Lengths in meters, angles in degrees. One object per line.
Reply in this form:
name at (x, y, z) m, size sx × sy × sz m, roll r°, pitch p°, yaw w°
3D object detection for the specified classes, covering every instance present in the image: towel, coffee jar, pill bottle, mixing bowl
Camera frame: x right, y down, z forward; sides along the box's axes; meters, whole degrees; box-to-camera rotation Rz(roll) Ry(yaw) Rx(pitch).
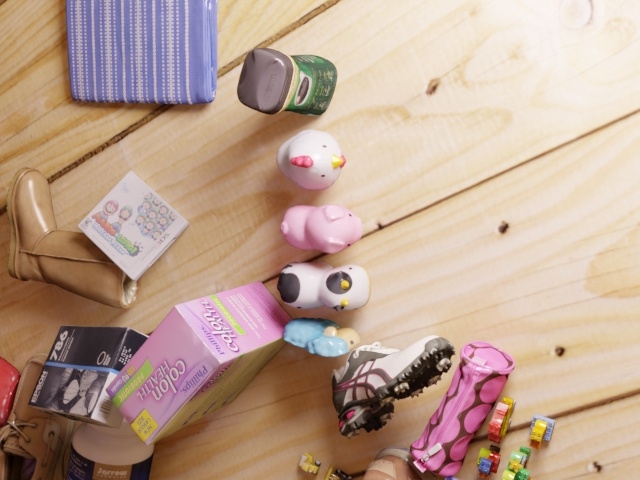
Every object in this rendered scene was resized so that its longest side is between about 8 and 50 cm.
towel at (-0.322, -0.368, 1.490) m, size 0.336 × 0.040 × 0.243 m, roll 6°, pitch 101°, yaw 29°
coffee jar at (-0.050, -0.240, 1.273) m, size 0.079 × 0.184 × 0.096 m, roll 25°, pitch 107°, yaw 23°
pill bottle at (-0.395, 0.423, 1.561) m, size 0.153 × 0.153 × 0.265 m, roll 19°, pitch 105°, yaw 24°
mixing bowl at (-0.668, 0.315, 1.697) m, size 0.098 × 0.181 × 0.181 m, roll 13°, pitch 104°, yaw -1°

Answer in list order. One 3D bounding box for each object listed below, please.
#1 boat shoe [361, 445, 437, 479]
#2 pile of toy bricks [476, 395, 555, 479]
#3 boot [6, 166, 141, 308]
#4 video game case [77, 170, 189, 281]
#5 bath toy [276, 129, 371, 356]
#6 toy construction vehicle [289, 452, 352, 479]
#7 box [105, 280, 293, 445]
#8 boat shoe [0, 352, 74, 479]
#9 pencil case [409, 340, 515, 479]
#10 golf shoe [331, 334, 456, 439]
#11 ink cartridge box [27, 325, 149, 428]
boat shoe at (0.171, 0.476, 1.285) m, size 0.324 × 0.116 × 0.123 m, roll 49°, pitch 123°, yaw 15°
pile of toy bricks at (0.280, 0.350, 1.223) m, size 0.118 × 0.105 × 0.212 m, roll 16°, pitch 105°, yaw 25°
boot at (-0.463, -0.008, 1.585) m, size 0.269 × 0.089 × 0.236 m, roll 9°, pitch 104°, yaw 23°
video game case at (-0.340, -0.028, 1.511) m, size 0.157 × 0.019 × 0.143 m, roll 41°, pitch 84°, yaw 17°
bath toy at (0.000, 0.000, 1.310) m, size 0.151 × 0.129 × 0.348 m, roll -3°, pitch 96°, yaw 4°
toy construction vehicle at (-0.006, 0.416, 1.423) m, size 0.098 × 0.035 × 0.086 m, roll 30°, pitch 109°, yaw 21°
box at (-0.188, 0.194, 1.372) m, size 0.117 × 0.243 × 0.213 m, roll 48°, pitch 116°, yaw 14°
boat shoe at (-0.572, 0.396, 1.658) m, size 0.121 × 0.110 × 0.341 m, roll 1°, pitch 88°, yaw 23°
pencil case at (0.210, 0.254, 1.251) m, size 0.095 × 0.098 × 0.209 m, roll 35°, pitch 110°, yaw 39°
golf shoe at (0.094, 0.202, 1.278) m, size 0.273 × 0.105 × 0.120 m, roll -47°, pitch 56°, yaw 42°
ink cartridge box at (-0.433, 0.239, 1.505) m, size 0.332 × 0.065 × 0.165 m, roll -8°, pitch 58°, yaw 49°
